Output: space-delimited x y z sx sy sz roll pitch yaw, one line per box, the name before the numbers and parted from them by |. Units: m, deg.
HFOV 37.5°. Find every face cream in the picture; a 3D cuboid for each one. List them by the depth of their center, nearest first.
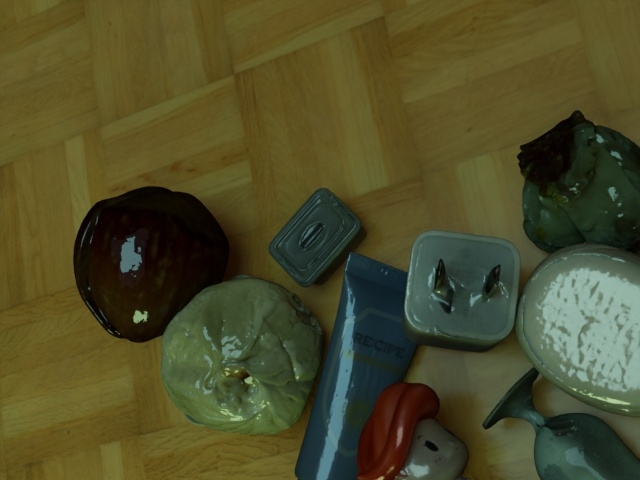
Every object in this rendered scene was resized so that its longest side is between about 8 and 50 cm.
face cream | 0.039 0.217 1.213 0.135 0.086 0.385 20 86 -9

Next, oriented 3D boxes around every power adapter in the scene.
power adapter | 0.165 0.057 1.109 0.130 0.205 0.125 8 78 4

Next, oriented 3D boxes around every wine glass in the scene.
wine glass | 0.305 0.256 1.078 0.231 0.103 0.103 41 96 23

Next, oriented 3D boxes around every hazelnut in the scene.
hazelnut | -0.228 0.034 1.304 0.218 0.234 0.218 1 102 6

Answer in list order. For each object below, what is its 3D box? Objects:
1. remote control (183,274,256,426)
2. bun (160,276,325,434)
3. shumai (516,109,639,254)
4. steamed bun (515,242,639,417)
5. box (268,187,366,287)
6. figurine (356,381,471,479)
remote control | -0.133 0.155 1.329 0.078 0.042 0.221 19 88 25
bun | -0.099 0.157 1.218 0.220 0.134 0.220 -2 106 -8
shumai | 0.323 -0.065 1.118 0.184 0.142 0.184 -6 76 26
steamed bun | 0.341 0.104 1.078 0.228 0.131 0.177 27 95 24
box | 0.000 0.000 1.292 0.122 0.062 0.089 -48 65 7
figurine | 0.139 0.309 1.098 0.181 0.208 0.257 -37 62 -27
